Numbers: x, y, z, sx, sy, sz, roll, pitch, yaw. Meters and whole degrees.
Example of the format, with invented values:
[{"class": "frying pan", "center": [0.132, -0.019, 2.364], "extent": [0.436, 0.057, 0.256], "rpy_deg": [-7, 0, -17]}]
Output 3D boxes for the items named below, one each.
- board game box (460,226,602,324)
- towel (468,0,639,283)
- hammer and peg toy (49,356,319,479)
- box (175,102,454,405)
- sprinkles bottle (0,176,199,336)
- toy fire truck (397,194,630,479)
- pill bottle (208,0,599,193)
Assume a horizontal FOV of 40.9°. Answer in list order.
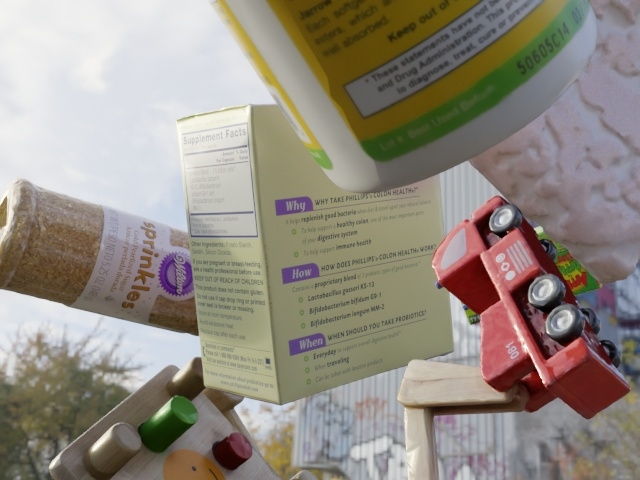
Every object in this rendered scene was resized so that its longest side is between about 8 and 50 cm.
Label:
[{"class": "board game box", "center": [0.264, 0.039, 1.120], "extent": [0.181, 0.092, 0.043], "rpy_deg": [-21, 7, 30]}, {"class": "towel", "center": [0.189, -0.187, 0.641], "extent": [0.332, 0.317, 0.053], "rpy_deg": [44, -14, 4]}, {"class": "hammer and peg toy", "center": [-0.115, 0.264, 0.978], "extent": [0.127, 0.266, 0.361], "rpy_deg": [-44, -3, 22]}, {"class": "box", "center": [0.000, 0.000, 0.778], "extent": [0.214, 0.242, 0.117], "rpy_deg": [-10, 7, -40]}, {"class": "sprinkles bottle", "center": [-0.183, 0.038, 0.957], "extent": [0.355, 0.121, 0.121], "rpy_deg": [18, -25, -30]}, {"class": "toy fire truck", "center": [0.088, 0.075, 0.465], "extent": [0.135, 0.192, 0.047], "rpy_deg": [-39, -54, 18]}, {"class": "pill bottle", "center": [-0.001, -0.153, 0.345], "extent": [0.136, 0.136, 0.245], "rpy_deg": [-16, -62, 41]}]
